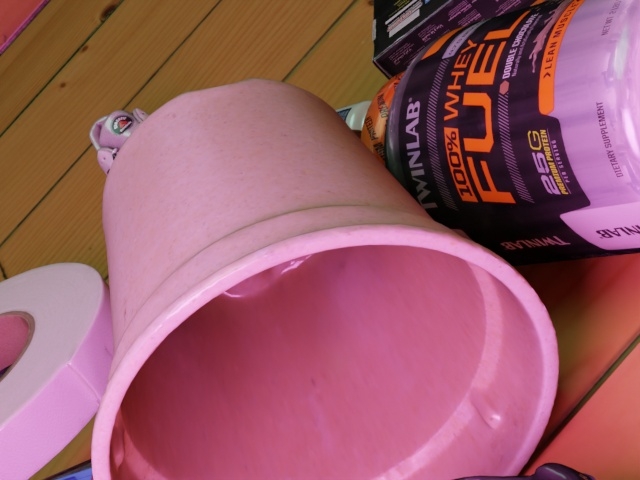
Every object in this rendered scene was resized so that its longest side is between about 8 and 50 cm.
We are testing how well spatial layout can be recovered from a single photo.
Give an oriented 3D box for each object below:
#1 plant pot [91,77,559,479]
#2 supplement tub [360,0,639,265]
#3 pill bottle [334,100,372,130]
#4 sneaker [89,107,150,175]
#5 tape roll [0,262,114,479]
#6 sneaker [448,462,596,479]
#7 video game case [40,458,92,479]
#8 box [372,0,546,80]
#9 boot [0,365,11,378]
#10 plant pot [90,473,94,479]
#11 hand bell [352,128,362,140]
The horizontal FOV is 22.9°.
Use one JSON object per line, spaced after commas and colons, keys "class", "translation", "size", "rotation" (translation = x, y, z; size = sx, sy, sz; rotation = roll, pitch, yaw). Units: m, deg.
{"class": "plant pot", "translation": [-0.032, 0.042, 1.198], "size": [0.334, 0.334, 0.305], "rotation": [-42, 38, 13]}
{"class": "supplement tub", "translation": [0.194, -0.087, 1.248], "size": [0.338, 0.207, 0.207], "rotation": [-10, 44, 54]}
{"class": "pill bottle", "translation": [0.042, -0.114, 1.707], "size": [0.120, 0.067, 0.067], "rotation": [-10, 44, 54]}
{"class": "sneaker", "translation": [-0.216, -0.097, 2.015], "size": [0.122, 0.146, 0.330], "rotation": [-52, 26, -12]}
{"class": "tape roll", "translation": [-0.387, 0.175, 1.777], "size": [0.392, 0.072, 0.392], "rotation": [-28, 25, 14]}
{"class": "sneaker", "translation": [0.092, 0.209, 1.073], "size": [0.283, 0.124, 0.107], "rotation": [-26, 32, 40]}
{"class": "video game case", "translation": [-0.228, 0.232, 1.615], "size": [0.166, 0.015, 0.119], "rotation": [-23, -3, 43]}
{"class": "box", "translation": [0.199, -0.331, 1.764], "size": [0.322, 0.079, 0.257], "rotation": [-36, 28, 24]}
{"class": "boot", "translation": [-0.420, 0.248, 1.879], "size": [0.222, 0.118, 0.338], "rotation": [-23, 38, 34]}
{"class": "plant pot", "translation": [-0.105, 0.181, 1.380], "size": [0.180, 0.201, 0.201], "rotation": [-51, 20, 32]}
{"class": "hand bell", "translation": [-0.012, 0.007, 1.600], "size": [0.242, 0.126, 0.126], "rotation": [-43, 22, 38]}
